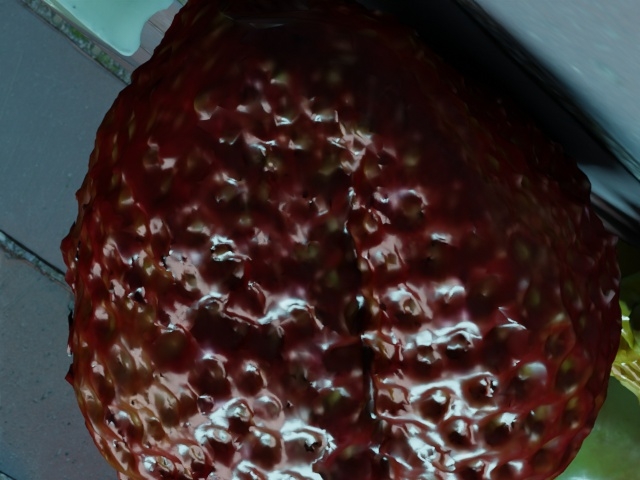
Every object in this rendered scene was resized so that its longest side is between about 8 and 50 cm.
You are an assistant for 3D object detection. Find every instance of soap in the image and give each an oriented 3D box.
[{"bbox_3d":[-0.205,-0.218,1.308,0.198,0.066,0.119,36,176,40],"label":"soap"}]

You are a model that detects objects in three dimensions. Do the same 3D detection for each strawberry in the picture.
[{"bbox_3d":[0.000,0.000,0.801,0.288,0.250,0.239,70,-171,-46],"label":"strawberry"}]

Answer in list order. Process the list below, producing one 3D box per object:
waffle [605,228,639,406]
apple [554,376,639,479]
[{"bbox_3d":[0.231,0.090,0.912,0.283,0.065,0.309,32,172,48],"label":"waffle"},{"bbox_3d":[0.143,0.187,1.174,0.319,0.319,0.277,37,176,-2],"label":"apple"}]
